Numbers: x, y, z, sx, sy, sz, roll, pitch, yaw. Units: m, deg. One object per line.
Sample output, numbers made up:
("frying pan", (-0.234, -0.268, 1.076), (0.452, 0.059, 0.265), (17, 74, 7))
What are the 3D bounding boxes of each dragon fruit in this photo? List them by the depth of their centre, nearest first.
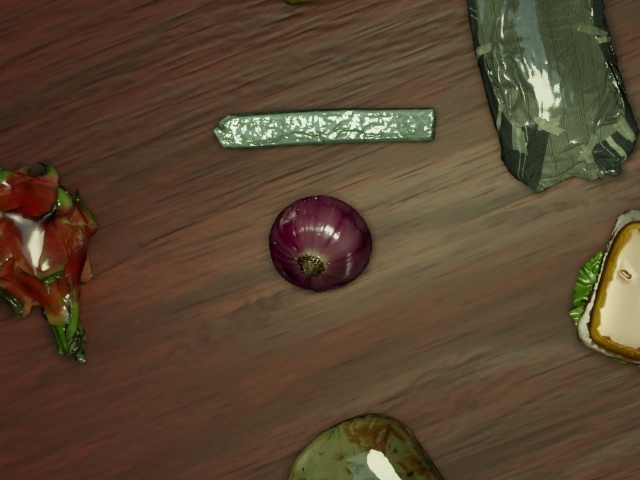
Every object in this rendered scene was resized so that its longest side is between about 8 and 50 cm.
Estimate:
("dragon fruit", (-0.308, 0.024, 1.932), (0.135, 0.137, 0.236), (-19, 79, 13))

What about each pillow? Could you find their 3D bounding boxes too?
("pillow", (0.245, -0.224, 1.906), (0.161, 0.092, 0.335), (-11, 87, 0))

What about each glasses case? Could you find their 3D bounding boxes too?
("glasses case", (0.122, 0.382, 1.901), (0.156, 0.098, 0.425), (-34, 86, 8))

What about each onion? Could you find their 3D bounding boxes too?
("onion", (0.000, 0.000, 1.930), (0.115, 0.115, 0.104), (8, 45, 6))

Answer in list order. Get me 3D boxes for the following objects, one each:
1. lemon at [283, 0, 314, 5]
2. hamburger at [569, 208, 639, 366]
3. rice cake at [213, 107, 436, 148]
("lemon", (0.006, -0.355, 1.895), (0.180, 0.180, 0.193), (-5, 66, 6))
("hamburger", (0.345, 0.052, 1.893), (0.137, 0.087, 0.166), (21, 90, 6))
("rice cake", (0.006, -0.125, 1.951), (0.245, 0.045, 0.042), (-3, 91, 5))
